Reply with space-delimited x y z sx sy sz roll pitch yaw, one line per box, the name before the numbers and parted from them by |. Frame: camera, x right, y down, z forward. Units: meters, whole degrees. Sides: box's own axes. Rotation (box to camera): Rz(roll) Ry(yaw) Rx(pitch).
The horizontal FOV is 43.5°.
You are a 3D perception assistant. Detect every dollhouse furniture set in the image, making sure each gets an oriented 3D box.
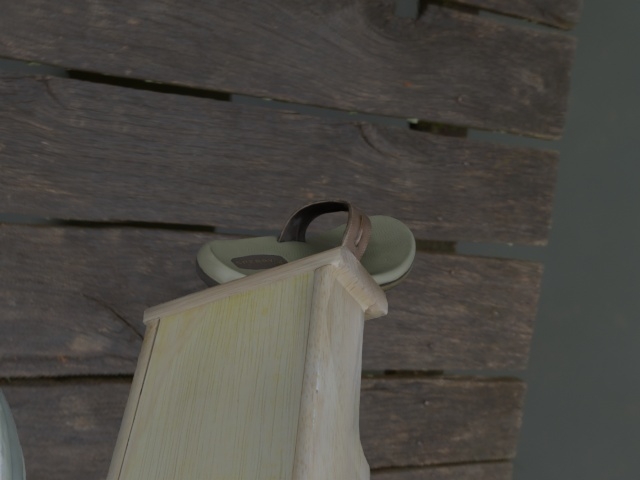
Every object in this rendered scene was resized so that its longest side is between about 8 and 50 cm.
dollhouse furniture set | 0.029 0.236 0.602 0.394 0.362 0.256 49 34 -39

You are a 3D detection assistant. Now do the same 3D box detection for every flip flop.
flip flop | 0.000 0.000 0.797 0.277 0.112 0.080 -5 118 -43

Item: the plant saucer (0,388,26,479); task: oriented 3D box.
plant saucer | -0.468 0.312 0.997 0.100 0.400 0.400 13 93 -52
